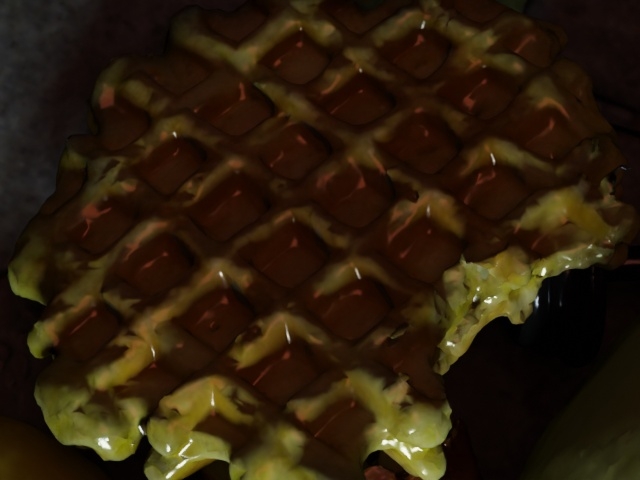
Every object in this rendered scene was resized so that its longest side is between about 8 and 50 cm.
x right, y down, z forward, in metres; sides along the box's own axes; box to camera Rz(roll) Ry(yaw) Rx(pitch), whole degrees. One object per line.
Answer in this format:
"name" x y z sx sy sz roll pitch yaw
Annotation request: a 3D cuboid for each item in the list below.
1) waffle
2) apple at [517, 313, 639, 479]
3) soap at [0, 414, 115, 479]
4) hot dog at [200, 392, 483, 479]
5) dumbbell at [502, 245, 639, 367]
"waffle" 0.003 -0.008 0.881 0.281 0.058 0.301 12 56 21
"apple" 0.214 0.136 0.837 0.295 0.258 0.233 25 37 -28
"soap" -0.224 0.267 0.817 0.427 0.115 0.306 -41 83 -20
"hot dog" 0.022 0.148 0.881 0.146 0.103 0.213 -18 83 -32
"dumbbell" 0.162 0.010 0.940 0.208 0.099 0.099 -4 78 -8
